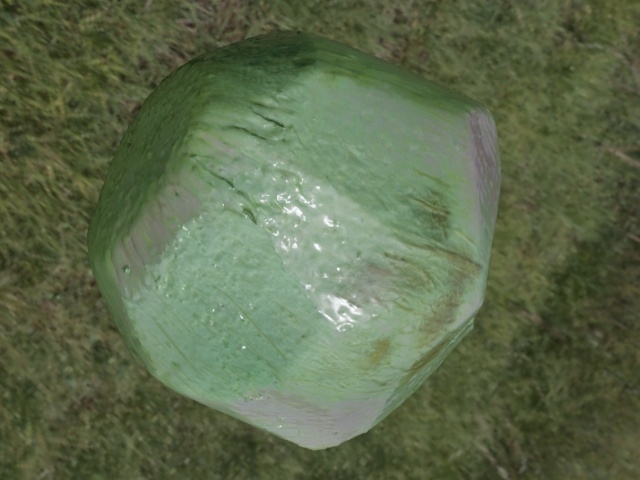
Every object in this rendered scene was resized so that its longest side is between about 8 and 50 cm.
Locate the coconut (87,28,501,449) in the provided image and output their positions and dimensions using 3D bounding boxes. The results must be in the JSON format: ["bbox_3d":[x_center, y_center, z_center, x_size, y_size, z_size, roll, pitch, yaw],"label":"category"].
[{"bbox_3d":[0.000,0.000,0.792,0.328,0.281,0.328,-8,112,-20],"label":"coconut"}]
